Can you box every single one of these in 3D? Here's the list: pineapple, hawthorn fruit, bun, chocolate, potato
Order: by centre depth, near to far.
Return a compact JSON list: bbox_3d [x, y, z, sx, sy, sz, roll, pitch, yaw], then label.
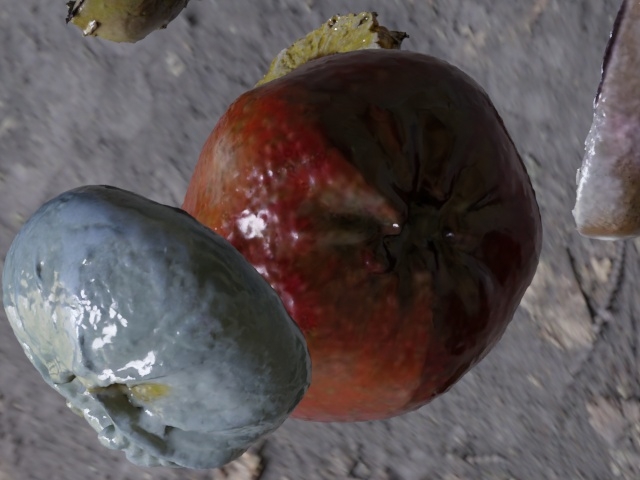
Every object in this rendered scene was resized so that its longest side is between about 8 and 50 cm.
[{"bbox_3d":[-0.074,0.042,0.793,0.141,0.141,0.083,29,63,22],"label":"bun"},{"bbox_3d":[0.000,0.000,1.316,0.300,0.254,0.254,-6,66,59],"label":"hawthorn fruit"},{"bbox_3d":[-0.130,-0.217,1.484,0.089,0.172,0.101,29,117,-14],"label":"potato"},{"bbox_3d":[0.304,-0.141,1.640,0.100,0.185,0.303,17,104,24],"label":"chocolate"},{"bbox_3d":[-0.007,-0.156,1.958,0.221,0.047,0.221,-31,28,19],"label":"pineapple"}]
